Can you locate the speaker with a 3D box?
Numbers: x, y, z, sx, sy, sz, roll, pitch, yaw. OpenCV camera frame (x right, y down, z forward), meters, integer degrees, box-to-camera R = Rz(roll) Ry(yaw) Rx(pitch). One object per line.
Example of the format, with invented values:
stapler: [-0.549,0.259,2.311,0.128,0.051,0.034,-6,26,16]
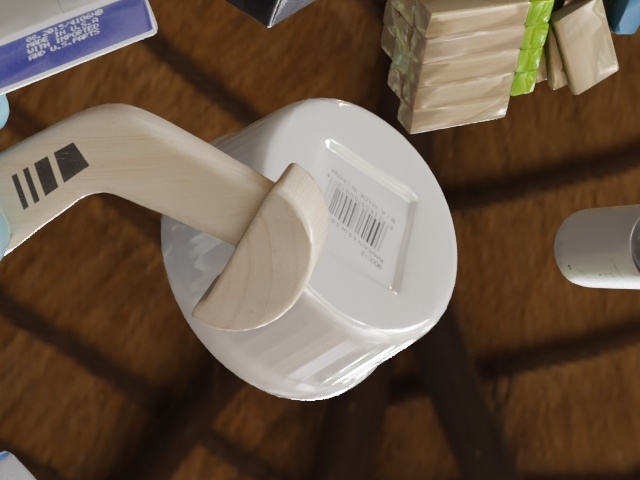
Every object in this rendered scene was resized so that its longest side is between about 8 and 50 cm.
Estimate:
speaker: [0.196,0.005,1.052,0.055,0.055,0.136,21,-5,-10]

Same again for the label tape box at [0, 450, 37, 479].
label tape box: [-0.201,0.215,0.722,0.249,0.115,0.348,-30,-67,14]

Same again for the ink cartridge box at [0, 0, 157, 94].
ink cartridge box: [-0.228,-0.157,0.888,0.223,0.224,0.045,-24,-34,-9]

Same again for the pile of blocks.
pile of blocks: [0.193,-0.212,1.236,0.362,0.113,0.149,-29,-41,-6]

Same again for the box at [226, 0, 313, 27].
box: [-0.071,-0.407,1.680,0.312,0.343,0.179,33,-56,12]

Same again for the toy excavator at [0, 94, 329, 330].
toy excavator: [-0.276,-0.044,1.298,0.445,0.222,0.433,-32,-80,19]

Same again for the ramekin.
ramekin: [0.000,0.000,1.566,0.277,0.277,0.135,33,-40,-25]
